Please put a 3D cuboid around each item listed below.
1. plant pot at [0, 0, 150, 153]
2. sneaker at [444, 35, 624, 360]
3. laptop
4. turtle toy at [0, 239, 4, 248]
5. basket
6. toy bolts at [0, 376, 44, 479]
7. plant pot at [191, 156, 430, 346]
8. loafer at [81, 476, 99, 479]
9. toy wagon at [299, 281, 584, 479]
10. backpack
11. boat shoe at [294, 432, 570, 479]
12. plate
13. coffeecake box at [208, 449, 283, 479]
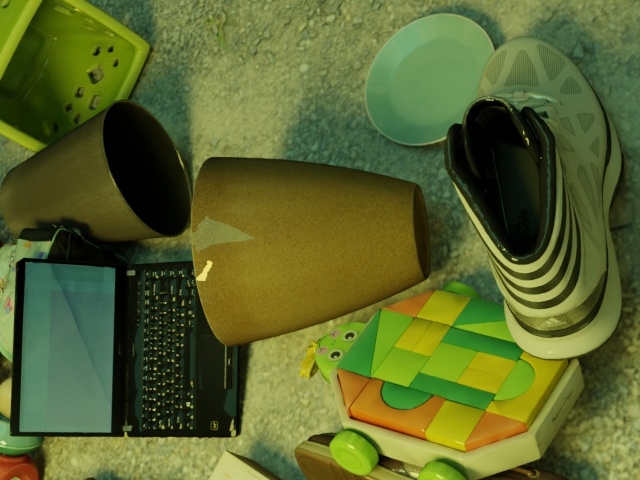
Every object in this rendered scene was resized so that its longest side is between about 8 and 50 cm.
[{"bbox_3d":[-0.430,-0.261,2.033,0.207,0.228,0.227,25,86,42],"label":"plant pot"},{"bbox_3d":[0.234,-0.118,1.500,0.169,0.257,0.447,-13,49,14],"label":"sneaker"},{"bbox_3d":[-0.248,0.136,1.767,0.264,0.136,0.234,-3,81,25],"label":"laptop"},{"bbox_3d":[-0.497,0.027,2.039,0.066,0.095,0.130,-33,54,-11],"label":"turtle toy"},{"bbox_3d":[-0.325,-0.074,1.920,0.227,0.204,0.154,-14,25,32],"label":"basket"},{"bbox_3d":[-0.484,0.234,1.861,0.228,0.218,0.158,22,105,29],"label":"toy bolts"},{"bbox_3d":[0.000,0.000,1.678,0.254,0.237,0.237,-7,66,13],"label":"plant pot"},{"bbox_3d":[-0.299,0.346,1.775,0.251,0.094,0.087,-14,68,26],"label":"loafer"},{"bbox_3d":[0.115,0.152,1.548,0.344,0.068,0.267,13,49,35],"label":"toy wagon"},{"bbox_3d":[-0.367,0.089,1.878,0.144,0.166,0.188,-6,66,30],"label":"backpack"},{"bbox_3d":[0.129,0.268,1.552,0.342,0.123,0.123,8,45,39],"label":"boat shoe"},{"bbox_3d":[0.144,-0.205,1.777,0.188,0.024,0.188,-13,64,27],"label":"plate"},{"bbox_3d":[-0.096,0.371,1.657,0.142,0.068,0.185,27,85,36],"label":"coffeecake box"}]
